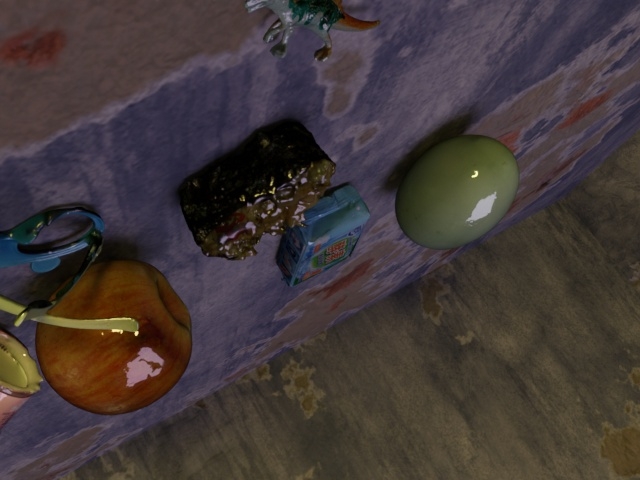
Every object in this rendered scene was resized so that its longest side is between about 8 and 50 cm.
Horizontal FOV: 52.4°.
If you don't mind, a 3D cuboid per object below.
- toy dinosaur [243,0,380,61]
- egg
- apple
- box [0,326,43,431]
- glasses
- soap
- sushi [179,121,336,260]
[{"bbox_3d":[-0.001,-0.236,0.656,0.187,0.044,0.106,-25,147,-23],"label":"toy dinosaur"},{"bbox_3d":[0.266,-0.093,1.293,0.203,0.203,0.283,-18,166,-42],"label":"egg"},{"bbox_3d":[-0.280,0.133,0.903,0.188,0.211,0.211,-27,165,4],"label":"apple"},{"bbox_3d":[-0.466,0.198,0.873,0.135,0.151,0.151,-42,164,4],"label":"box"},{"bbox_3d":[-0.291,0.025,0.687,0.239,0.207,0.102,-6,114,-61],"label":"glasses"},{"bbox_3d":[0.000,0.000,1.291,0.156,0.077,0.293,-27,164,-18],"label":"soap"},{"bbox_3d":[-0.080,-0.058,0.892,0.212,0.115,0.147,-33,164,-3],"label":"sushi"}]
